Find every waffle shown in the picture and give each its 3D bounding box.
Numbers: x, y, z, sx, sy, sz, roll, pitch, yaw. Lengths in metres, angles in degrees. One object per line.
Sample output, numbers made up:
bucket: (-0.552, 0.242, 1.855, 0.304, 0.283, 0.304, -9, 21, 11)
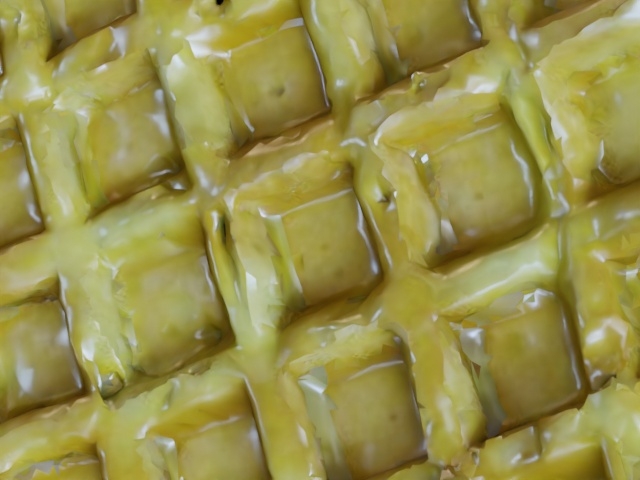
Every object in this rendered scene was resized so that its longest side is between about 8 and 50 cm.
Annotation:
waffle: (0.001, 0.000, 0.508, 0.312, 0.060, 0.307, 16, 92, 25)
